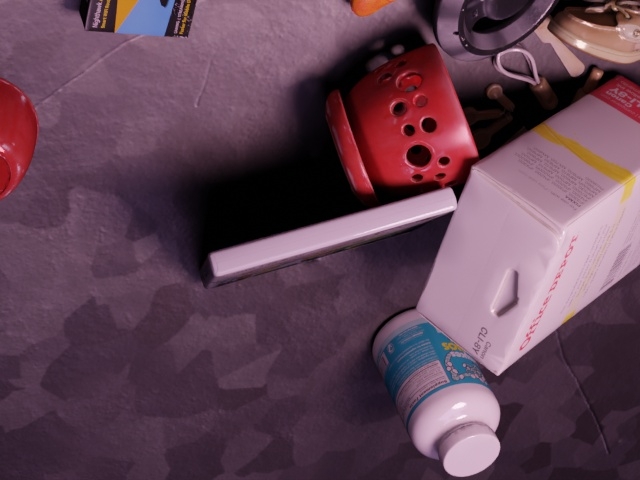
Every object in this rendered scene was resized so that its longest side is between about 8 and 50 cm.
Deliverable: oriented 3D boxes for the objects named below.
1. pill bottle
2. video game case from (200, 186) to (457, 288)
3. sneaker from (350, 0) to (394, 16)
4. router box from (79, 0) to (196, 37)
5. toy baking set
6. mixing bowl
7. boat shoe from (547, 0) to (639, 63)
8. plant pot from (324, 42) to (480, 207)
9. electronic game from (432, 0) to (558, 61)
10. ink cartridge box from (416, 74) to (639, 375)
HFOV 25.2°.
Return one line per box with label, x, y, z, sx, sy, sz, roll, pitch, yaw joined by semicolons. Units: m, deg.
pill bottle;0.187;0.238;2.228;0.146;0.264;0.146;-12;133;-13
video game case;0.000;0.000;1.965;0.329;0.036;0.300;-16;177;-8
sneaker;0.112;-0.341;1.825;0.175;0.067;0.064;-35;135;12
router box;-0.207;-0.332;1.714;0.133;0.046;0.179;0;129;-23
toy baking set;0.308;-0.204;2.052;0.196;0.030;0.256;9;125;-29
mixing bowl;-0.434;-0.107;1.782;0.181;0.098;0.181;-12;134;-12
boat shoe;0.437;-0.303;1.979;0.285;0.104;0.089;-4;127;-33
plant pot;0.107;-0.148;1.916;0.174;0.191;0.191;-19;135;7
electronic game;0.241;-0.331;1.869;0.229;0.048;0.229;-27;145;-21
ink cartridge box;0.334;-0.029;2.001;0.384;0.160;0.279;-31;150;-42
